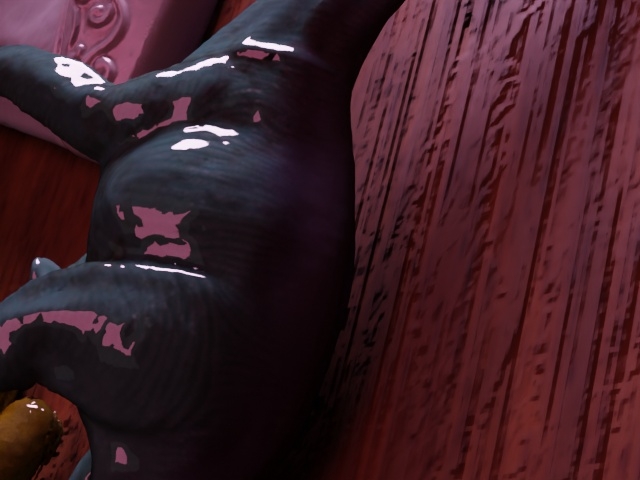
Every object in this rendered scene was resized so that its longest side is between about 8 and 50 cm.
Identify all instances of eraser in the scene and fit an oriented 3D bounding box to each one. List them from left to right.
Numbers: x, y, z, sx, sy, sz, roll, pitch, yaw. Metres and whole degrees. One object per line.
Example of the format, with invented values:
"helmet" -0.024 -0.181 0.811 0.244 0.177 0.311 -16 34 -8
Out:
"eraser" -0.107 -0.164 0.926 0.204 0.059 0.243 18 80 54

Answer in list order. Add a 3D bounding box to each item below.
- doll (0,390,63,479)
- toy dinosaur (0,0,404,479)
"doll" -0.176 0.117 0.772 0.137 0.097 0.209 -5 34 11
"toy dinosaur" 0.000 0.000 0.648 0.331 0.129 0.383 -16 55 23
